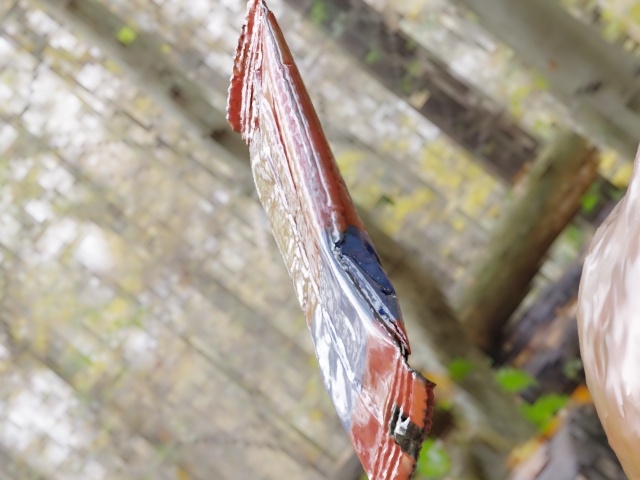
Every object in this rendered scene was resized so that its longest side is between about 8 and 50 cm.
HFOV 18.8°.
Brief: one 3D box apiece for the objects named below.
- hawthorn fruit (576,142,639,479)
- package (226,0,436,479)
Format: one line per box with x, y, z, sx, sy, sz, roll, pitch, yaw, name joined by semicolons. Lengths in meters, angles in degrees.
0.236;0.023;0.578;0.277;0.298;0.277;-16;-47;-19;hawthorn fruit
0.000;0.000;0.715;0.022;0.200;0.083;-11;-37;-15;package
